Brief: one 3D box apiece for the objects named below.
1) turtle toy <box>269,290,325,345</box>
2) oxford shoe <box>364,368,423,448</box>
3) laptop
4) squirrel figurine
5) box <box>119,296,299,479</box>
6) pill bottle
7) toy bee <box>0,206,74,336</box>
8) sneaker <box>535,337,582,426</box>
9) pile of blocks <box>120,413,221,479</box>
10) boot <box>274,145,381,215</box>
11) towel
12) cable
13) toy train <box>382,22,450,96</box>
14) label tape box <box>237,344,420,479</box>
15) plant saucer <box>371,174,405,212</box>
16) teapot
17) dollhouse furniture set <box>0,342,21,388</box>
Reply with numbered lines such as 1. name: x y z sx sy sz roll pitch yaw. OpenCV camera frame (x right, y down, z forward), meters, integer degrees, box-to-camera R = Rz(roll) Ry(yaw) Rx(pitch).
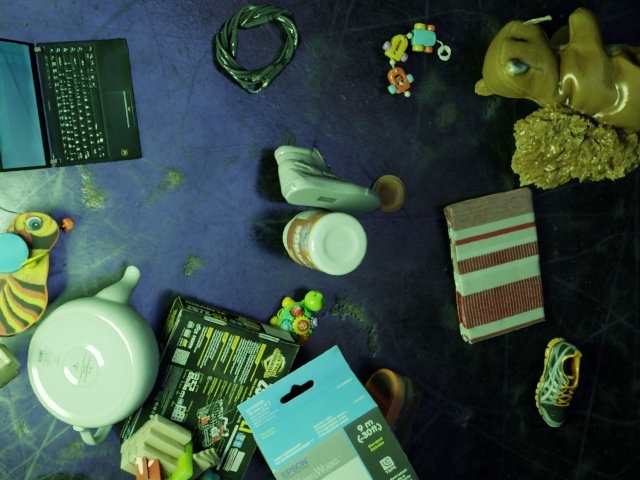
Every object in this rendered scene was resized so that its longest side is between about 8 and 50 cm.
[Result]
1. turtle toy: -0.039 0.162 1.666 0.095 0.066 0.130 35 82 -20
2. oxford shoe: 0.125 0.466 1.726 0.132 0.130 0.364 22 94 -37
3. laptop: -0.461 -0.252 1.434 0.264 0.136 0.234 -8 98 -20
4. squirrel figurine: 0.537 -0.312 1.749 0.370 0.281 0.397 6 90 -15
5. box: -0.222 0.303 1.574 0.257 0.079 0.322 20 98 -23
6. pill bottle: 0.000 0.000 1.588 0.121 0.216 0.121 -1 94 -21
7. toy bee: -0.512 0.014 1.396 0.162 0.195 0.299 -7 103 -28
8. sneaker: 0.581 0.347 1.911 0.084 0.083 0.215 2 95 -23
9. pile of blocks: -0.251 0.495 1.522 0.148 0.113 0.362 -22 124 5
10. boot: 0.018 -0.132 1.652 0.258 0.095 0.123 11 55 -44
11. towel: 0.413 0.056 1.850 0.237 0.037 0.329 -13 100 -22
12. cable: -0.124 -0.403 1.606 0.150 0.047 0.184 42 82 -14
13. toy train: 0.196 -0.397 1.727 0.166 0.046 0.125 -37 107 -11
14. label tape box: 0.023 0.416 1.557 0.240 0.106 0.334 -31 103 -8
15. plant saucer: 0.151 -0.103 1.747 0.083 0.013 0.084 -2 95 -20
16. teapot: -0.402 0.221 1.477 0.256 0.187 0.253 -34 86 11
17. dollhouse furniture set: -0.730 0.203 1.387 0.286 0.198 0.303 -39 82 -18
